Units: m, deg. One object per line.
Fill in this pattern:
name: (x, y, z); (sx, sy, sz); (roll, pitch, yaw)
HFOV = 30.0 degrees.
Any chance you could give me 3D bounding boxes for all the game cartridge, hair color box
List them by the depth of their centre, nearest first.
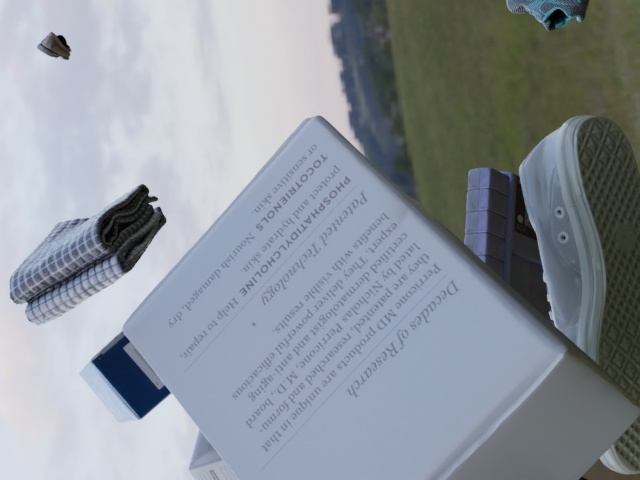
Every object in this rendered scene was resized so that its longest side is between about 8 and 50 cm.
hair color box: (-0.238, 0.162, 1.683); (0.105, 0.174, 0.347); (50, 163, -2)
game cartridge: (0.362, 0.023, 2.035); (0.355, 0.068, 0.230); (19, -105, -48)

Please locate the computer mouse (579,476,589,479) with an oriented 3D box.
computer mouse: (0.243, 0.280, 1.556); (0.041, 0.242, 0.071); (-39, -29, -63)

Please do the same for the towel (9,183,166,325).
towel: (-0.426, 0.015, 2.211); (0.121, 0.235, 0.283); (54, -158, -13)

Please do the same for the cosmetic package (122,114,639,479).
cosmetic package: (0.071, 0.143, 1.314); (0.393, 0.327, 0.329); (46, -174, 32)

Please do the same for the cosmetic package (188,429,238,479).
cosmetic package: (-0.073, 0.318, 1.959); (0.224, 0.225, 0.138); (-81, -31, -60)

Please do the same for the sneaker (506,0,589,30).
sneaker: (0.314, -0.328, 1.663); (0.166, 0.065, 0.076); (-1, 78, 63)

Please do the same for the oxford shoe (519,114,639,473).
oxford shoe: (0.350, 0.068, 1.513); (0.130, 0.169, 0.449); (-18, 81, 53)

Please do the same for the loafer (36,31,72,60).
loafer: (-0.449, -0.335, 2.051); (0.039, 0.045, 0.125); (-57, 1, 8)
